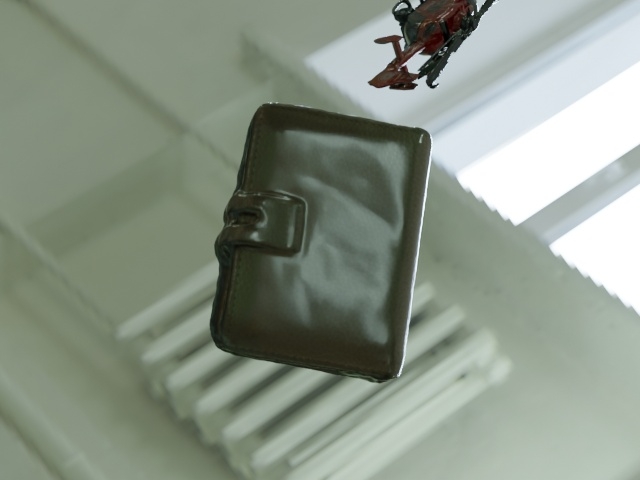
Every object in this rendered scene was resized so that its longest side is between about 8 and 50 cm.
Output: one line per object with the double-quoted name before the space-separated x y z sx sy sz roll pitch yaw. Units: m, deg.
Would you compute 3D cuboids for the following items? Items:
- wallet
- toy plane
"wallet" 0.000 0.000 1.027 0.039 0.118 0.152 140 -38 -74
"toy plane" 0.072 -0.133 1.153 0.060 0.145 0.037 3 -56 37
